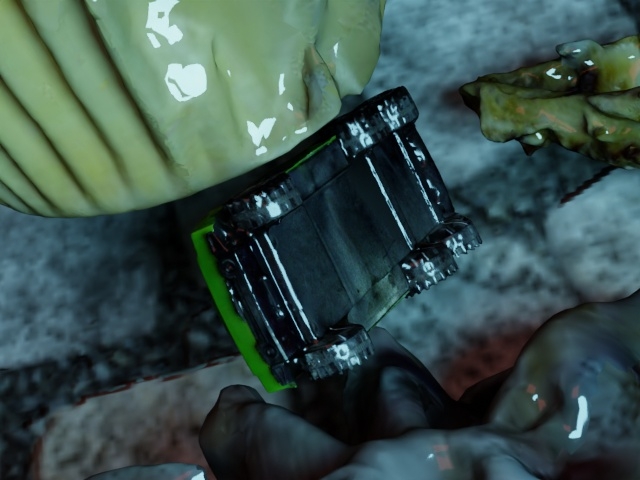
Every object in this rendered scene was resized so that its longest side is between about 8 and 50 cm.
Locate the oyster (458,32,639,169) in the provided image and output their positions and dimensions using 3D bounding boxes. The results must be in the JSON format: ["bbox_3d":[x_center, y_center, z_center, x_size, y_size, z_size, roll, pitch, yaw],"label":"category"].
[{"bbox_3d":[0.223,-0.053,0.627,0.345,0.078,0.129,-3,41,15],"label":"oyster"}]

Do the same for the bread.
[{"bbox_3d":[-0.091,-0.183,0.662,0.236,0.183,0.388,-21,41,13],"label":"bread"}]

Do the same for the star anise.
[{"bbox_3d":[0.060,0.123,0.530,0.359,0.139,0.316,2,42,11],"label":"star anise"}]

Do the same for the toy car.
[{"bbox_3d":[0.000,0.000,0.602,0.062,0.165,0.071,-23,98,28],"label":"toy car"}]
